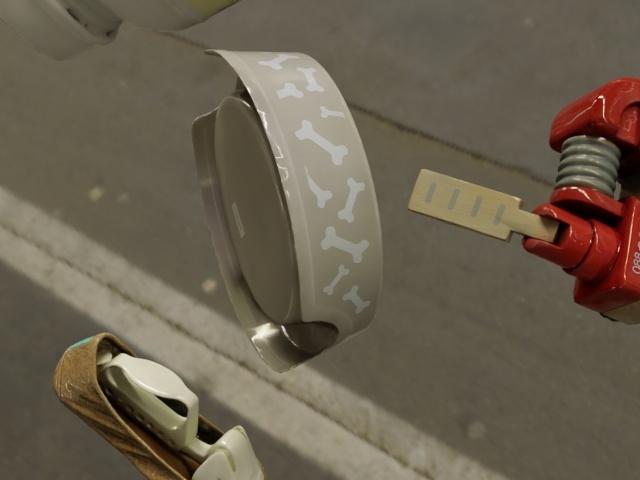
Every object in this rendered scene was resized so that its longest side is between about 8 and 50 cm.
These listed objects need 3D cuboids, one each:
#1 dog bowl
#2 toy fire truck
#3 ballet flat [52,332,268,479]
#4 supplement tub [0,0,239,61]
[{"bbox_3d":[-0.037,-0.040,1.517,0.102,0.348,0.348,-13,40,-17],"label":"dog bowl"},{"bbox_3d":[0.232,-0.053,1.351,0.158,0.246,0.217,-27,45,60],"label":"toy fire truck"},{"bbox_3d":[-0.157,0.227,1.655,0.116,0.342,0.124,-44,-5,-47],"label":"ballet flat"},{"bbox_3d":[-0.058,-0.265,0.816,0.325,0.235,0.235,-27,43,10],"label":"supplement tub"}]
